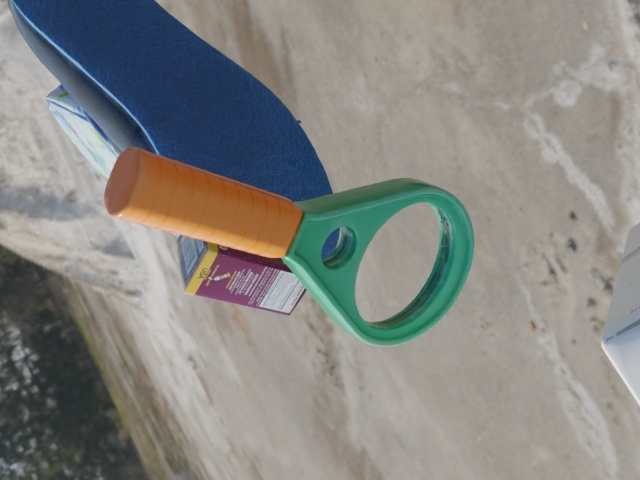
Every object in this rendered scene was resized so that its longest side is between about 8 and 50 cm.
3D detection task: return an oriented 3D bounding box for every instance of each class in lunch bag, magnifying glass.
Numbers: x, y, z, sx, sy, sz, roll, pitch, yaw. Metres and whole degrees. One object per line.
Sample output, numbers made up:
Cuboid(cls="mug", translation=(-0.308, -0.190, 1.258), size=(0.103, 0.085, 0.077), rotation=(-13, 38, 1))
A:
Cuboid(cls="lunch bag", translation=(-0.183, -0.098, 0.902), size=(0.219, 0.090, 0.176), rotation=(26, 158, 50))
Cuboid(cls="magnifying glass", translation=(0.000, 0.000, 0.422), size=(0.026, 0.231, 0.092), rotation=(30, 99, 45))

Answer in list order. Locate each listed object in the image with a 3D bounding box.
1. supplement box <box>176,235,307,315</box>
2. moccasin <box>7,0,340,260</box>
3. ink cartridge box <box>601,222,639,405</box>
Cuboid(cls="supplement box", translation=(-0.053, 0.013, 0.613), size=(0.043, 0.083, 0.055), rotation=(-57, 34, 29))
Cuboid(cls="moccasin", translation=(-0.114, -0.107, 0.736), size=(0.342, 0.138, 0.117), rotation=(51, 163, -4))
Cuboid(cls="ink cartridge box", translation=(0.275, 0.075, 0.504), size=(0.207, 0.117, 0.283), rotation=(57, -155, 2))
